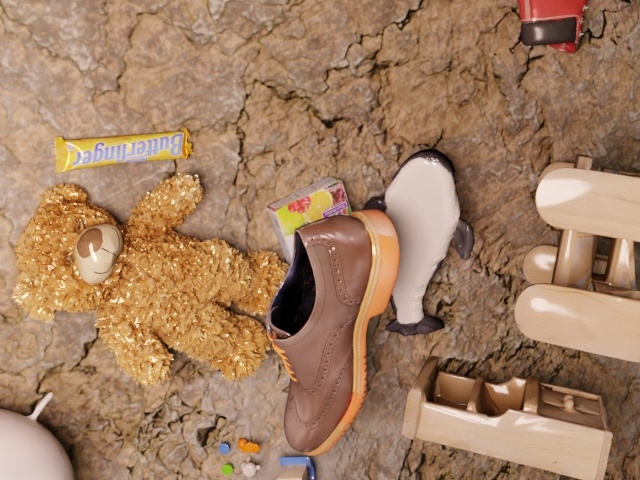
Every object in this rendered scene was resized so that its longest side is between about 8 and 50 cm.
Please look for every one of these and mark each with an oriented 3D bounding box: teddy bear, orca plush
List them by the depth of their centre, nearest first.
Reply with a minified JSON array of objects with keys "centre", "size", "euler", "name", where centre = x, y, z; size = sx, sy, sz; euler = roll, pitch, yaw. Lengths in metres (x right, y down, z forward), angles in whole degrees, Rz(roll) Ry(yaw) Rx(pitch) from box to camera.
[{"centre":[-0.180,0.051,0.951],"size":[0.338,0.113,0.245],"euler":[43,80,-28],"name":"teddy bear"},{"centre":[0.148,-0.006,1.104],"size":[0.102,0.151,0.287],"euler":[-53,137,-50],"name":"orca plush"}]

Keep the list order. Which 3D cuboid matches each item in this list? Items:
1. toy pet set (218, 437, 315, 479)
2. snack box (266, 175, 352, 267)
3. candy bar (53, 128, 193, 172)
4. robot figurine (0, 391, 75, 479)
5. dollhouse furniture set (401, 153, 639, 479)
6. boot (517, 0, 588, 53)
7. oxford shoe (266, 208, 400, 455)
[{"centre":[-0.069,0.319,1.109],"size":[0.114,0.065,0.122],"euler":[-4,103,11],"name":"toy pet set"},{"centre":[0.000,0.000,1.066],"size":[0.100,0.037,0.141],"euler":[-25,113,-17],"name":"snack box"},{"centre":[-0.227,-0.106,0.943],"size":[0.161,0.018,0.040],"euler":[-8,106,-23],"name":"candy bar"},{"centre":[-0.384,0.331,0.865],"size":[0.300,0.199,0.354],"euler":[7,100,-69],"name":"robot figurine"},{"centre":[0.277,0.078,1.075],"size":[0.256,0.362,0.394],"euler":[10,100,14],"name":"dollhouse furniture set"},{"centre":[0.380,-0.366,1.141],"size":[0.244,0.088,0.176],"euler":[-22,111,-11],"name":"boot"},{"centre":[-0.015,0.125,1.011],"size":[0.132,0.130,0.364],"euler":[-4,120,-29],"name":"oxford shoe"}]
